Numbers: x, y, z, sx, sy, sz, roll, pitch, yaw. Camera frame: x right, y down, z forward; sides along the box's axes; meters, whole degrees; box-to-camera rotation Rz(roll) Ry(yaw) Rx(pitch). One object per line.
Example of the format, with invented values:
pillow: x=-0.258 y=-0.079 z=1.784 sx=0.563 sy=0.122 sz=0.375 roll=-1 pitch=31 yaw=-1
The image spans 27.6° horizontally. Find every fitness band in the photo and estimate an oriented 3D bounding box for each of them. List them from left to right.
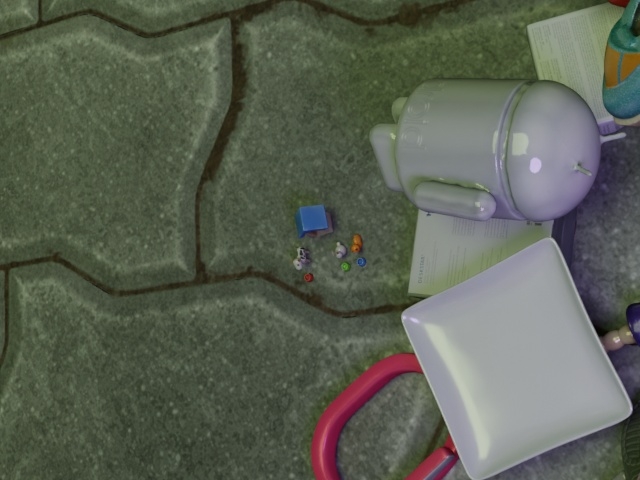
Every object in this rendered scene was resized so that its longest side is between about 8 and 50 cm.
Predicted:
fitness band: x=0.110 y=0.309 z=2.074 sx=0.291 sy=0.054 sz=0.209 roll=-44 pitch=59 yaw=19

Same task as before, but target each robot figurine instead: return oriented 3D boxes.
robot figurine: x=0.247 y=-0.131 z=1.867 sx=0.354 sy=0.199 sz=0.300 roll=6 pitch=46 yaw=35

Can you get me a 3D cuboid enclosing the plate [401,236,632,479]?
plate: x=0.283 y=0.174 z=1.890 sx=0.277 sy=0.045 sz=0.278 roll=-30 pitch=75 yaw=28

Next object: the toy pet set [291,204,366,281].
toy pet set: x=0.000 y=0.000 z=2.186 sx=0.122 sy=0.065 sz=0.114 roll=-19 pitch=72 yaw=29

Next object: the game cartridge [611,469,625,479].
game cartridge: x=0.382 y=0.520 z=1.852 sx=0.355 sy=0.068 sz=0.230 roll=-48 pitch=56 yaw=18

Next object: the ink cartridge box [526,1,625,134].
ink cartridge box: x=0.442 y=-0.262 z=1.959 sx=0.232 sy=0.066 sz=0.189 roll=-13 pitch=74 yaw=10

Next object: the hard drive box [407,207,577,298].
hard drive box: x=0.262 y=0.011 z=1.996 sx=0.232 sy=0.089 sz=0.181 roll=5 pitch=85 yaw=34

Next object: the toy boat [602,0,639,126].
toy boat: x=0.438 y=-0.306 z=1.795 sx=0.318 sy=0.148 sz=0.267 roll=-101 pitch=29 yaw=-58

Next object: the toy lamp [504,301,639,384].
toy lamp: x=0.398 y=0.156 z=1.892 sx=0.275 sy=0.080 sz=0.080 roll=-26 pitch=69 yaw=30

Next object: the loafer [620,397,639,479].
loafer: x=0.471 y=0.316 z=1.793 sx=0.094 sy=0.087 sz=0.251 roll=-35 pitch=35 yaw=54

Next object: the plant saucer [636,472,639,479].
plant saucer: x=0.533 y=0.322 z=1.588 sx=0.311 sy=0.050 sz=0.310 roll=-25 pitch=36 yaw=20
